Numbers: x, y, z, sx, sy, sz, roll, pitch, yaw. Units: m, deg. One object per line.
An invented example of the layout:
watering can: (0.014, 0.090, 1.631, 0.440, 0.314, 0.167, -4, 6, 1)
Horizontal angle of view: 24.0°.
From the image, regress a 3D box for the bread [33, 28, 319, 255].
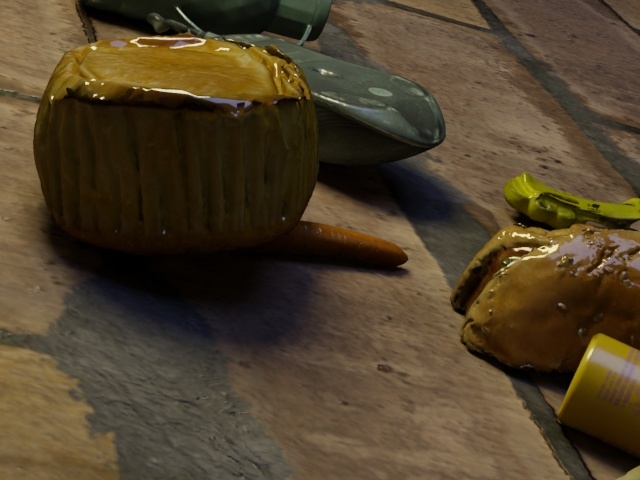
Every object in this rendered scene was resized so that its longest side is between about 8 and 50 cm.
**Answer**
bread: (-0.115, -0.083, 1.228, 0.227, 0.142, 0.253, -3, 17, 0)

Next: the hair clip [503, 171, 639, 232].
hair clip: (0.265, -0.036, 1.591, 0.173, 0.046, 0.072, 9, 22, -28)

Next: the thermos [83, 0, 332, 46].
thermos: (-0.128, -0.293, 1.744, 0.286, 0.145, 0.182, 15, 55, -14)

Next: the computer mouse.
computer mouse: (-0.042, -0.153, 1.559, 0.379, 0.090, 0.167, 26, 24, 29)

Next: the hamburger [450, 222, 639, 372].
hamburger: (0.253, 0.055, 1.275, 0.262, 0.131, 0.124, 11, 24, -9)

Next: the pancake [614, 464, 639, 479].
pancake: (0.313, 0.262, 0.918, 0.387, 0.082, 0.387, 17, 27, -9)

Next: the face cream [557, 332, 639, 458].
face cream: (0.321, 0.161, 1.155, 0.273, 0.078, 0.078, 25, 23, 11)

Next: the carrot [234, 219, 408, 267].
carrot: (0.000, 0.000, 1.310, 0.190, 0.037, 0.037, 7, 26, -31)
